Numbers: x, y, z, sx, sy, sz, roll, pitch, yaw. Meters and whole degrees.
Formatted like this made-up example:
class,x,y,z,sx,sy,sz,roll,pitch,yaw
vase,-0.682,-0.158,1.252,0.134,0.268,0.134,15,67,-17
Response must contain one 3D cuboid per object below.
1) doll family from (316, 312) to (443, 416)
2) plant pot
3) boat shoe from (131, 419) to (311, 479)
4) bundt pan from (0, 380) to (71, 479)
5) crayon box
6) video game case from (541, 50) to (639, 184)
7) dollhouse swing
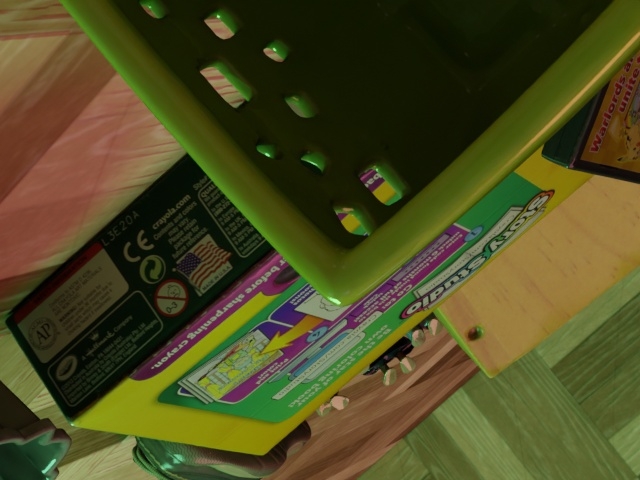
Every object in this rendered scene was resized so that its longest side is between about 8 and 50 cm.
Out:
class,x,y,z,sx,sy,sz,roll,pitch,yaw
doll family,0.038,0.097,1.992,0.193,0.111,0.076,-23,130,-16
plant pot,0.044,-0.138,0.843,0.228,0.227,0.207,-44,173,24
boat shoe,-0.111,0.209,1.894,0.130,0.132,0.355,-41,167,10
bundt pan,-0.317,0.168,1.137,0.331,0.124,0.331,-36,167,-10
crayon box,0.000,0.000,1.392,0.363,0.106,0.313,-41,159,12
video game case,0.291,-0.169,1.396,0.248,0.035,0.275,8,105,-46
dollhouse swing,0.198,-0.098,1.836,0.347,0.305,0.315,-38,127,0
